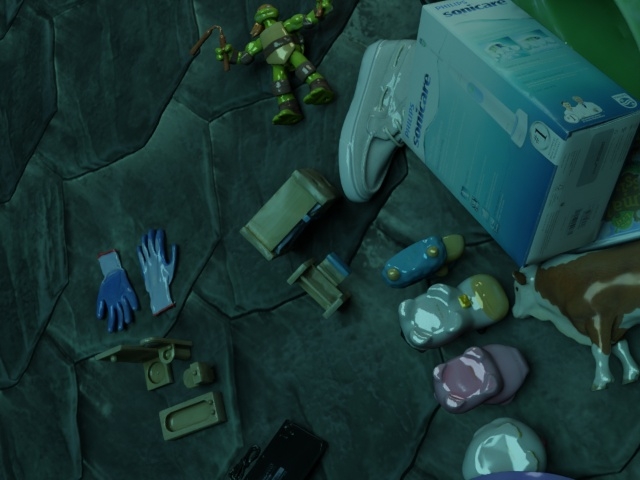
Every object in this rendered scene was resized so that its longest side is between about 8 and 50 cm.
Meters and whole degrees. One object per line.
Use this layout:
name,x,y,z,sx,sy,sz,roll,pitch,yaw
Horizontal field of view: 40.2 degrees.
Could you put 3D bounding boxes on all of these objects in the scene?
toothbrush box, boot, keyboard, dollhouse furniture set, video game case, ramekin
toothbrush box,0.239,-0.148,1.114,0.295,0.126,0.216,52,150,38
boot,0.111,-0.181,1.300,0.123,0.095,0.258,5,81,38
keyboard,-0.080,0.351,1.298,0.108,0.023,0.180,24,61,27
dollhouse furniture set,0.000,0.000,1.331,0.184,0.129,0.129,45,104,5
video game case,0.397,-0.093,1.158,0.212,0.023,0.193,-16,72,27
dollhouse furniture set,-0.257,0.238,1.412,0.144,0.123,0.151,-24,69,24
ramekin,0.365,-0.286,1.058,0.148,0.303,0.303,-33,64,-2

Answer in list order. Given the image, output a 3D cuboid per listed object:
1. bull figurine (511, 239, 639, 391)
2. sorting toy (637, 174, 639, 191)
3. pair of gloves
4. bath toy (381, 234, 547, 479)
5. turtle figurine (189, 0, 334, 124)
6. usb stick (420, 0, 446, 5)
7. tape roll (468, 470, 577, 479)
bull figurine,0.386,0.076,1.086,0.310,0.101,0.188,-23,72,26
sorting toy,0.517,0.014,0.962,0.257,0.089,0.255,-8,74,-1
pair of gloves,-0.327,0.070,1.548,0.198,0.023,0.159,-24,69,25
bath toy,0.204,0.167,1.160,0.151,0.129,0.348,-22,69,5
turtle figurine,-0.073,-0.302,1.441,0.269,0.087,0.217,-24,76,15
usb stick,0.236,-0.293,1.283,0.077,0.045,0.278,-34,64,12
tape roll,0.251,0.352,1.041,0.189,0.189,0.080,-12,46,28
